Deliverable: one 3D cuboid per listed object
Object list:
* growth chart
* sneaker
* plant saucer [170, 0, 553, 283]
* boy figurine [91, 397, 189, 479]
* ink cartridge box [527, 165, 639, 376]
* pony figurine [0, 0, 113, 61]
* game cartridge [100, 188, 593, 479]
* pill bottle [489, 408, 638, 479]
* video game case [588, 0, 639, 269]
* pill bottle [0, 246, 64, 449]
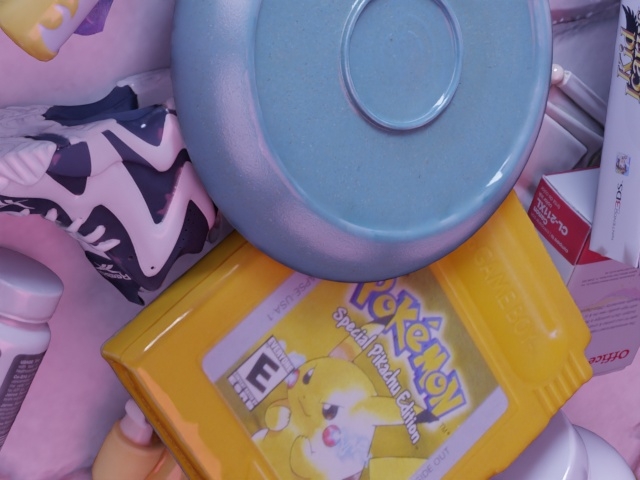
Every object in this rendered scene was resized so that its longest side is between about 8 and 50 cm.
[{"bbox_3d":[0.148,-0.031,1.348,0.237,0.021,0.172,-47,143,0],"label":"growth chart"},{"bbox_3d":[-0.159,-0.014,1.112,0.235,0.094,0.153,-23,120,-34],"label":"sneaker"},{"bbox_3d":[0.046,-0.126,1.145,0.317,0.044,0.317,-6,100,-34],"label":"plant saucer"},{"bbox_3d":[-0.100,0.175,1.276,0.285,0.092,0.177,-50,135,-2],"label":"boy figurine"},{"bbox_3d":[0.219,0.028,1.390,0.127,0.072,0.175,-9,133,-34],"label":"ink cartridge box"},{"bbox_3d":[-0.083,-0.276,0.916,0.363,0.303,0.351,-42,126,16],"label":"pony figurine"},{"bbox_3d":[0.040,0.084,1.219,0.324,0.053,0.285,-42,116,-20],"label":"game cartridge"},{"bbox_3d":[0.211,0.278,1.483,0.188,0.188,0.334,-41,132,-6],"label":"pill bottle"},{"bbox_3d":[0.335,-0.113,1.307,0.269,0.061,0.244,-5,107,-34],"label":"video game case"},{"bbox_3d":[-0.228,0.078,1.135,0.078,0.078,0.137,15,108,-39],"label":"pill bottle"}]
